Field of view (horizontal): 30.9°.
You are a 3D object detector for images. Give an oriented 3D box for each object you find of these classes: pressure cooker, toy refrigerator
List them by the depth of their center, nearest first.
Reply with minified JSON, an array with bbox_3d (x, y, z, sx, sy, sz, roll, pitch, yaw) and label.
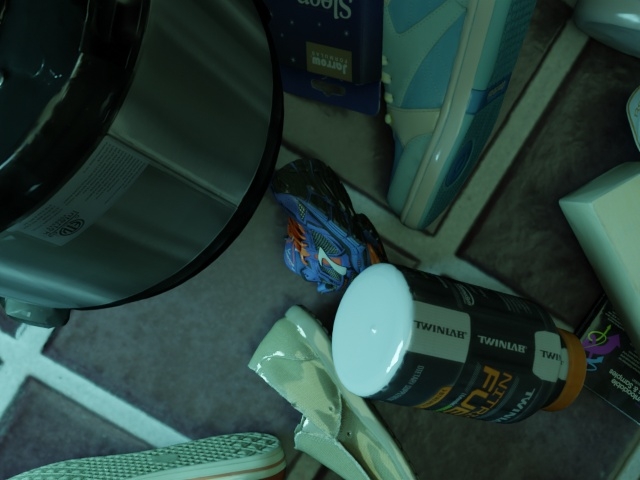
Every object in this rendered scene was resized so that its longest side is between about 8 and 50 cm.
[{"bbox_3d":[-0.233,-0.124,0.964,0.370,0.420,0.375,-6,78,18],"label":"pressure cooker"},{"bbox_3d":[0.353,0.056,1.160,0.094,0.102,0.269,-30,95,-4],"label":"toy refrigerator"}]

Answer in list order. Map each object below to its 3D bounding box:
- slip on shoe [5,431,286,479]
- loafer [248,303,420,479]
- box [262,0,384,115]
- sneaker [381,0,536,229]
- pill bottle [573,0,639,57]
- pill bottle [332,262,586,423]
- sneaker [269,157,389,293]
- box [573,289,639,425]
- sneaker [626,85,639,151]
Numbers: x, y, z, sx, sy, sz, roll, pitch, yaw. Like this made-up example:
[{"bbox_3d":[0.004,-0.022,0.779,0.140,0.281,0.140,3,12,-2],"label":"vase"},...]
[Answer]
[{"bbox_3d":[-0.193,0.268,1.140,0.331,0.123,0.101,-8,100,-11],"label":"slip on shoe"},{"bbox_3d":[0.020,0.194,1.168,0.092,0.102,0.268,-32,88,-2],"label":"loafer"},{"bbox_3d":[0.000,-0.233,1.083,0.036,0.136,0.225,-24,124,-42],"label":"box"},{"bbox_3d":[0.079,-0.183,1.141,0.208,0.127,0.319,25,112,17],"label":"sneaker"},{"bbox_3d":[0.373,-0.328,1.122,0.169,0.169,0.301,19,94,-8],"label":"pill bottle"},{"bbox_3d":[0.145,0.108,1.134,0.246,0.130,0.130,14,93,-30],"label":"pill bottle"},{"bbox_3d":[0.000,0.000,1.104,0.087,0.221,0.083,-26,56,9],"label":"sneaker"},{"bbox_3d":[0.338,0.099,1.228,0.116,0.029,0.162,35,89,-7],"label":"box"},{"bbox_3d":[0.435,-0.064,1.187,0.126,0.127,0.321,-48,123,5],"label":"sneaker"}]
